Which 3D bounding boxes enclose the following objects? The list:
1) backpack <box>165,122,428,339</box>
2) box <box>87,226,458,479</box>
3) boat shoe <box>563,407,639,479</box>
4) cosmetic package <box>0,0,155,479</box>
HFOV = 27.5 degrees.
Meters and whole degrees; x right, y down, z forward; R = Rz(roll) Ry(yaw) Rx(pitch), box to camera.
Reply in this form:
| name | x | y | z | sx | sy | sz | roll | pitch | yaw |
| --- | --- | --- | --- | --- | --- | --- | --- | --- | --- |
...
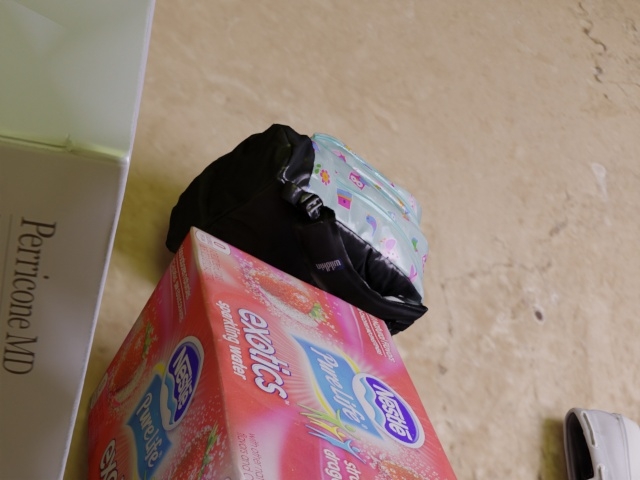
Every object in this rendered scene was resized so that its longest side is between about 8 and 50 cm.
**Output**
| name | x | y | z | sx | sy | sz | roll | pitch | yaw |
| --- | --- | --- | --- | --- | --- | --- | --- | --- | --- |
| backpack | 0.000 | 0.000 | 0.941 | 0.182 | 0.152 | 0.115 | 33 | 50 | -30 |
| box | -0.029 | 0.133 | 0.716 | 0.154 | 0.142 | 0.300 | 27 | 16 | -18 |
| boat shoe | 0.214 | 0.203 | 1.001 | 0.063 | 0.066 | 0.184 | 17 | 48 | -8 |
| cosmetic package | -0.233 | 0.038 | 0.498 | 0.284 | 0.377 | 0.097 | 12 | 49 | -10 |
